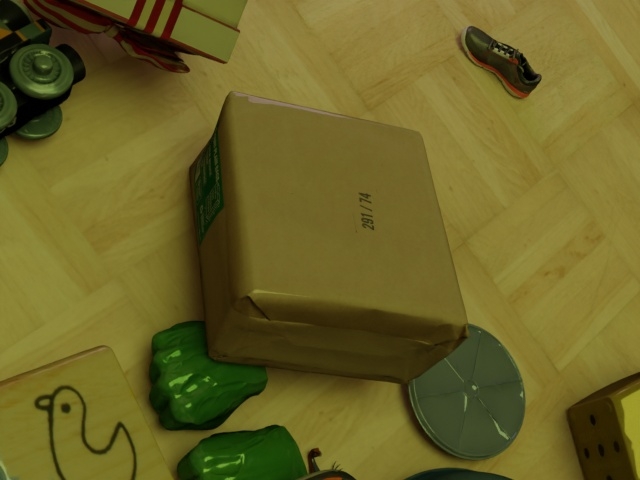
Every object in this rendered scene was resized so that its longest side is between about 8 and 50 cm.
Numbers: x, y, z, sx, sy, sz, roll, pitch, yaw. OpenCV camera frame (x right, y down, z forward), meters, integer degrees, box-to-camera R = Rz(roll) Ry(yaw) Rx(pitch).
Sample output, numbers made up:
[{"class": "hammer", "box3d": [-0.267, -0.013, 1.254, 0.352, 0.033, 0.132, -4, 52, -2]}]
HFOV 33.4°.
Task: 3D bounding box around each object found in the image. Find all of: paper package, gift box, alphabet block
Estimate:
[{"class": "paper package", "box3d": [0.000, 0.000, 1.377, 0.310, 0.168, 0.324, 10, 51, -25]}, {"class": "gift box", "box3d": [-0.223, -0.366, 1.369, 0.255, 0.276, 0.258, 19, 95, -30]}, {"class": "alphabet block", "box3d": [-0.308, 0.247, 1.124, 0.197, 0.193, 0.192, -20, 83, -56]}]

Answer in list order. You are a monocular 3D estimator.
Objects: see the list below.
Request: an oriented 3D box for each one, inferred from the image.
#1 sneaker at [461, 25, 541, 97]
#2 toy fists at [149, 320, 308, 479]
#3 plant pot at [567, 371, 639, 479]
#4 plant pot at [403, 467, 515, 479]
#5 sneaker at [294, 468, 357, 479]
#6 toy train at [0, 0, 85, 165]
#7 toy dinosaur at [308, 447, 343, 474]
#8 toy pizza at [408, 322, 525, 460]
[{"class": "sneaker", "box3d": [0.304, -0.306, 1.759, 0.158, 0.065, 0.061, 38, 59, -11]}, {"class": "toy fists", "box3d": [-0.127, 0.232, 1.318, 0.142, 0.096, 0.279, -13, 77, -41]}, {"class": "plant pot", "box3d": [0.492, 0.291, 1.566, 0.187, 0.212, 0.212, -10, 76, -17]}, {"class": "plant pot", "box3d": [0.198, 0.404, 1.291, 0.272, 0.255, 0.271, 3, 74, -10]}, {"class": "sneaker", "box3d": [-0.052, 0.403, 1.179, 0.321, 0.180, 0.124, -45, 106, -6]}, {"class": "toy train", "box3d": [-0.448, -0.176, 1.280, 0.190, 0.142, 0.334, 46, 57, 5]}, {"class": "toy dinosaur", "box3d": [-0.002, 0.315, 1.385, 0.090, 0.047, 0.082, -31, 69, -22]}, {"class": "toy pizza", "box3d": [0.208, 0.217, 1.535, 0.201, 0.032, 0.201, 10, 66, -25]}]
